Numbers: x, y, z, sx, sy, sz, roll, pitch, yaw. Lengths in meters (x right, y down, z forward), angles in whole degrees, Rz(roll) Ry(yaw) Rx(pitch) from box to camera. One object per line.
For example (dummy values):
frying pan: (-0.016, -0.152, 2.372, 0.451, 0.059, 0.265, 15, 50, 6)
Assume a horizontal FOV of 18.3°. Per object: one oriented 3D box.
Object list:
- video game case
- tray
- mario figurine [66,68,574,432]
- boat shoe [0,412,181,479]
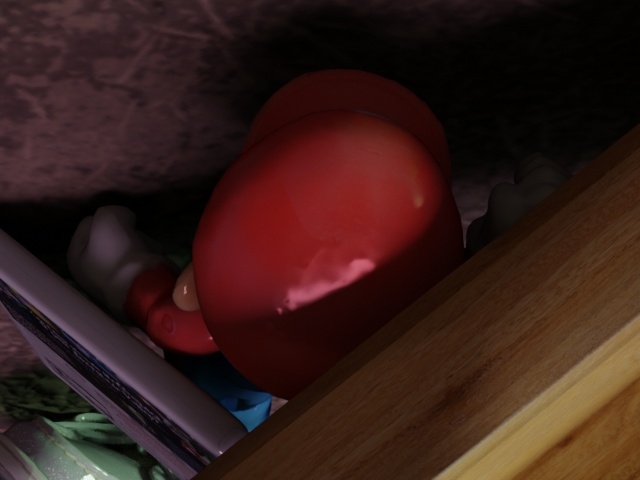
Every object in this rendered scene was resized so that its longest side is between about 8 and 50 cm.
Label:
video game case: (-0.094, 0.076, 1.009, 0.022, 0.190, 0.173, -47, 155, -13)
tray: (0.129, 0.047, 0.855, 0.411, 0.076, 0.203, -39, 150, -4)
mario figurine: (0.000, 0.000, 0.949, 0.198, 0.170, 0.320, -34, 170, -16)
boat shoe: (-0.085, 0.166, 1.247, 0.118, 0.103, 0.320, 33, 179, 43)
